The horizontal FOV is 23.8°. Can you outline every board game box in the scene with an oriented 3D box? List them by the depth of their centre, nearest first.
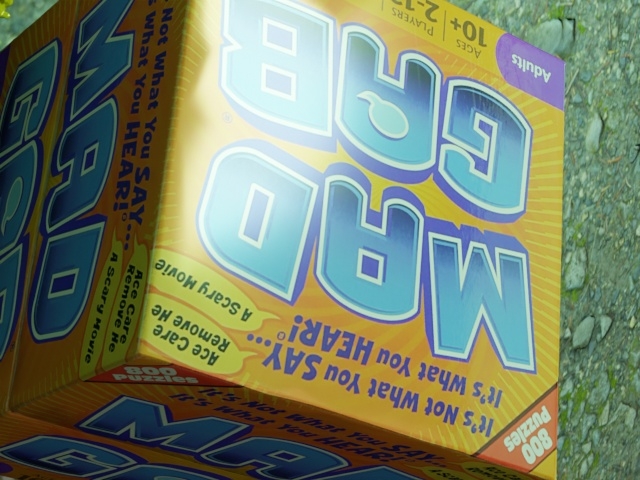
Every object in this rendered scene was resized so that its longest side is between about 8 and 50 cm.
[{"bbox_3d":[-0.059,0.010,1.199,0.356,0.356,0.356,21,62,-32],"label":"board game box"}]

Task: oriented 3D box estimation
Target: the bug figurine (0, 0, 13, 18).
[{"bbox_3d":[-0.367,-0.160,1.141,0.279,0.072,0.216,-56,134,-13],"label":"bug figurine"}]
